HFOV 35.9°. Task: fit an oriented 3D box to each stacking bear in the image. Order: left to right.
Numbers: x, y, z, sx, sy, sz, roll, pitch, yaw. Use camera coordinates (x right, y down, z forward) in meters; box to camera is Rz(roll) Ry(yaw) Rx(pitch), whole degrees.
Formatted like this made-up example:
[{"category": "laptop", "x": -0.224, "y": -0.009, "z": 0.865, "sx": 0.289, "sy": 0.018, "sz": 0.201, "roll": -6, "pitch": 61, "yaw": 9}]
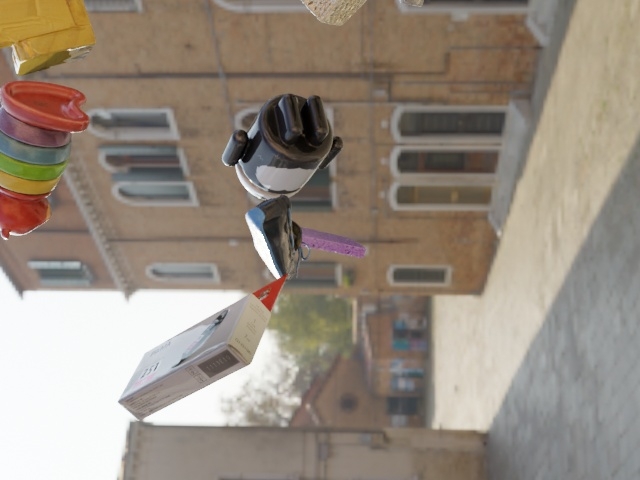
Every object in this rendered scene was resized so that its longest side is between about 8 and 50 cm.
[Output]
[{"category": "stacking bear", "x": -0.558, "y": -0.142, "z": 1.882, "sx": 0.175, "sy": 0.164, "sz": 0.289, "roll": -118, "pitch": 44, "yaw": -56}]

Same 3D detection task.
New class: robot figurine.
[{"category": "robot figurine", "x": -0.077, "y": -0.196, "z": 2.101, "sx": 0.174, "sy": 0.209, "sz": 0.278, "roll": -59, "pitch": 6, "yaw": -36}]

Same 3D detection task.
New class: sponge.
[{"category": "sponge", "x": 0.000, "y": 0.000, "z": 2.475, "sx": 0.117, "sy": 0.210, "sz": 0.031, "roll": 36, "pitch": 111, "yaw": 64}]

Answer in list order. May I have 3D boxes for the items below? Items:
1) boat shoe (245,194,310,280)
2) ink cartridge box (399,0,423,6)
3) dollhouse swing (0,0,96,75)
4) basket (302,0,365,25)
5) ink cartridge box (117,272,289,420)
[{"category": "boat shoe", "x": -0.065, "y": 0.004, "z": 1.811, "sx": 0.109, "sy": 0.089, "sz": 0.258, "roll": 51, "pitch": 168, "yaw": 17}, {"category": "ink cartridge box", "x": 0.208, "y": -0.635, "z": 2.184, "sx": 0.232, "sy": 0.066, "sz": 0.189, "roll": -85, "pitch": 6, "yaw": -66}, {"category": "dollhouse swing", "x": -0.531, "y": -0.401, "z": 1.429, "sx": 0.315, "sy": 0.304, "sz": 0.347, "roll": 10, "pitch": 120, "yaw": 71}, {"category": "basket", "x": 0.042, "y": -0.507, "z": 1.907, "sx": 0.103, "sy": 0.167, "sz": 0.113, "roll": 53, "pitch": -154, "yaw": 12}, {"category": "ink cartridge box", "x": -0.194, "y": 0.161, "z": 1.659, "sx": 0.060, "sy": 0.275, "sz": 0.239, "roll": 47, "pitch": -146, "yaw": -20}]
